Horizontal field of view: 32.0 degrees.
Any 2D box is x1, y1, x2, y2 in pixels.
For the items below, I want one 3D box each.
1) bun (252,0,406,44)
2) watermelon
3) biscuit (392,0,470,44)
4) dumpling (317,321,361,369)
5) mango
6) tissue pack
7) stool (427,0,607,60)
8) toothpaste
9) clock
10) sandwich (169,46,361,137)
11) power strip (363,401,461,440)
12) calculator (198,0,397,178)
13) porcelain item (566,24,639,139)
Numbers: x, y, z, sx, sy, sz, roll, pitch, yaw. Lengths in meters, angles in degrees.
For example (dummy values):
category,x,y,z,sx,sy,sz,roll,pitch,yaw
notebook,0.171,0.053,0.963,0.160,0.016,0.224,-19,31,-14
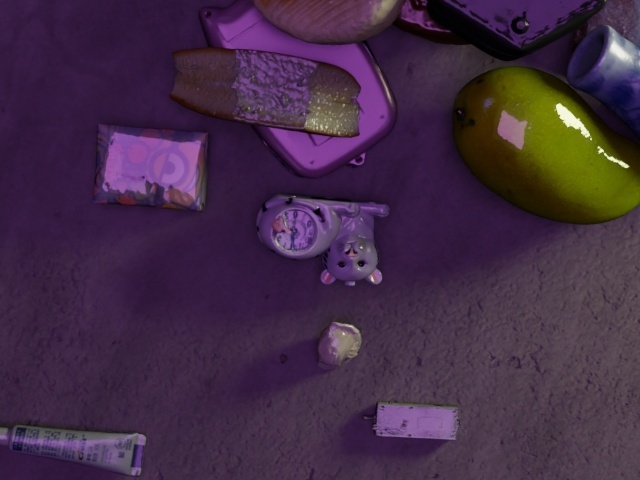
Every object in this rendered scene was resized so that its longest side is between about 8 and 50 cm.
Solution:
category,x,y,z,sx,sy,sz,roll,pitch,yaw
bun,0.019,-0.366,1.370,0.244,0.153,0.244,11,121,19
watermelon,0.393,-0.288,1.477,0.094,0.081,0.180,-4,133,-21
biscuit,0.168,-0.466,1.464,0.350,0.070,0.394,20,94,1
dumpling,0.025,0.146,1.520,0.057,0.052,0.076,12,96,2
mango,0.304,-0.119,1.468,0.293,0.143,0.175,26,86,-14
tissue pack,-0.224,-0.097,1.486,0.148,0.060,0.108,5,94,-3
stool,0.239,-0.337,1.363,0.232,0.141,0.232,0,94,2
toothpaste,-0.350,0.281,1.528,0.216,0.037,0.062,9,94,-7
clock,0.000,0.000,1.493,0.176,0.080,0.117,5,95,-4
sandwich,-0.066,-0.191,1.431,0.258,0.096,0.094,7,93,-8
power strip,0.127,0.250,1.549,0.136,0.019,0.051,2,97,-2
calculator,-0.024,-0.223,1.491,0.194,0.043,0.294,-33,97,0
porcelain item,0.449,-0.182,1.454,0.259,0.141,0.141,27,94,-14
